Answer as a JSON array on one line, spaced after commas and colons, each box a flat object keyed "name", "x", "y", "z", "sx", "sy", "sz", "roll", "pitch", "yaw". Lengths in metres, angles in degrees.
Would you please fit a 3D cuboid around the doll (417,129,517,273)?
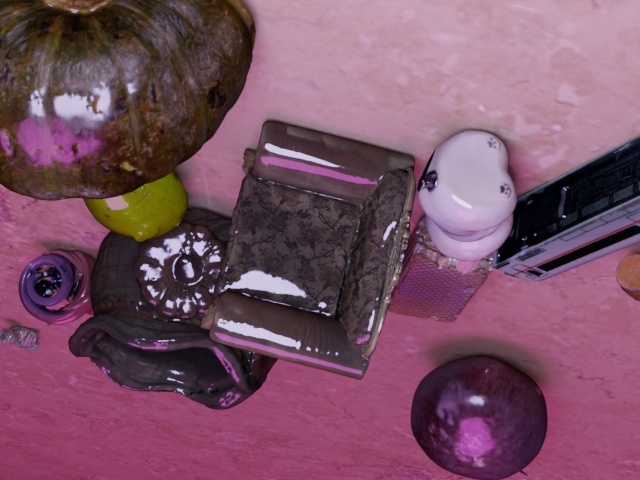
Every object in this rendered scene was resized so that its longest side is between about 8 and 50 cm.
[{"name": "doll", "x": 0.163, "y": -0.042, "z": 1.336, "sx": 0.107, "sy": 0.110, "sz": 0.181, "roll": -13, "pitch": 157, "yaw": 6}]

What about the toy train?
[{"name": "toy train", "x": 0.332, "y": -0.047, "z": 1.264, "sx": 0.088, "sy": 0.086, "sz": 0.407, "roll": 23, "pitch": 154, "yaw": -20}]

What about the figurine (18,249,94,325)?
[{"name": "figurine", "x": -0.373, "y": 0.069, "z": 1.885, "sx": 0.126, "sy": 0.114, "sz": 0.157, "roll": 40, "pitch": -158, "yaw": 30}]

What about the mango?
[{"name": "mango", "x": -0.232, "y": -0.059, "z": 1.490, "sx": 0.119, "sy": 0.100, "sz": 0.178, "roll": -28, "pitch": 147, "yaw": 11}]

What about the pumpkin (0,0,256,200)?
[{"name": "pumpkin", "x": -0.243, "y": -0.144, "z": 1.179, "sx": 0.325, "sy": 0.232, "sz": 0.242, "roll": 13, "pitch": 159, "yaw": 8}]

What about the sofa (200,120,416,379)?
[{"name": "sofa", "x": -0.014, "y": 0.008, "z": 1.364, "sx": 0.200, "sy": 0.258, "sz": 0.182, "roll": 15, "pitch": 170, "yaw": -2}]

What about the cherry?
[{"name": "cherry", "x": 0.247, "y": 0.276, "z": 1.915, "sx": 0.213, "sy": 0.183, "sz": 0.266, "roll": 0, "pitch": 139, "yaw": 8}]

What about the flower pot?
[{"name": "flower pot", "x": -0.178, "y": 0.090, "z": 1.676, "sx": 0.302, "sy": 0.213, "sz": 0.302, "roll": 12, "pitch": 157, "yaw": 5}]

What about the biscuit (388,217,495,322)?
[{"name": "biscuit", "x": 0.154, "y": 0.043, "z": 1.591, "sx": 0.108, "sy": 0.062, "sz": 0.239, "roll": 13, "pitch": 158, "yaw": -4}]

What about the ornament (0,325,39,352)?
[{"name": "ornament", "x": -0.564, "y": 0.183, "z": 2.301, "sx": 0.092, "sy": 0.041, "sz": 0.068, "roll": 20, "pitch": 163, "yaw": -38}]

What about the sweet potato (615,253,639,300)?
[{"name": "sweet potato", "x": 0.445, "y": 0.085, "z": 1.537, "sx": 0.067, "sy": 0.059, "sz": 0.281, "roll": -36, "pitch": 142, "yaw": 14}]
